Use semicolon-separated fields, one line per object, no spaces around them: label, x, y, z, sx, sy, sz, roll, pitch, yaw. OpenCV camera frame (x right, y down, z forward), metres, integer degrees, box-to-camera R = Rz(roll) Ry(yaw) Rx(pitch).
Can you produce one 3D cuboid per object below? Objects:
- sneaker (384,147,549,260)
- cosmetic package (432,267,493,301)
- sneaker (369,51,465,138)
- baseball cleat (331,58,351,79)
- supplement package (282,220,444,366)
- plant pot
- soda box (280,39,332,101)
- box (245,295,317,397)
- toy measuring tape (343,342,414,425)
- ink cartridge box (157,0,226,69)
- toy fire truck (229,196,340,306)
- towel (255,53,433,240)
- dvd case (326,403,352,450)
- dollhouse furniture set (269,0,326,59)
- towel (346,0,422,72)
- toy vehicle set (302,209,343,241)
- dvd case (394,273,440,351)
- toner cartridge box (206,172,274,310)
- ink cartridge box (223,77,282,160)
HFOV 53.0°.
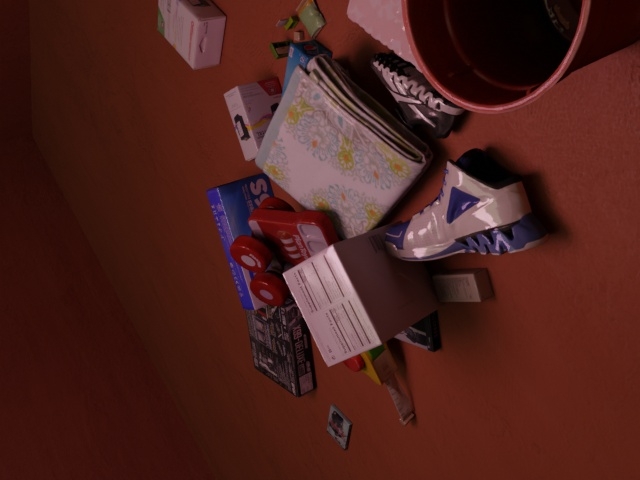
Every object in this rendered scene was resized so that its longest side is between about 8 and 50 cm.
sneaker;0.255;-0.068;1.172;0.315;0.127;0.182;-8;98;49
cosmetic package;0.282;0.089;1.278;0.115;0.041;0.060;-5;103;56
sneaker;0.169;-0.267;1.205;0.234;0.078;0.106;43;136;31
baseball cleat;0.035;-0.282;1.377;0.109;0.072;0.206;-158;52;-73
supplement package;0.092;0.098;1.284;0.145;0.261;0.204;-32;82;36
plant pot;0.294;-0.323;0.827;0.272;0.265;0.273;31;131;43
soda box;-0.039;-0.342;1.464;0.067;0.071;0.210;47;141;30
box;-0.128;0.289;1.940;0.242;0.076;0.308;19;123;49
toy measuring tape;0.126;0.304;1.545;0.121;0.121;0.330;9;132;53
ink cartridge box;-0.356;-0.594;1.755;0.212;0.093;0.154;50;144;28
toy fire truck;-0.048;0.041;1.526;0.253;0.169;0.302;8;140;32
towel;0.033;-0.169;1.354;0.320;0.090;0.374;43;146;5
dvd case;0.054;0.549;1.884;0.087;0.013;0.120;40;138;36
dollhouse furniture set;-0.057;-0.469;1.430;0.151;0.058;0.076;-35;79;56
towel;0.190;-0.456;1.093;0.332;0.053;0.317;47;142;29
toy vehicle set;0.000;0.000;1.633;0.267;0.035;0.166;-35;79;56
dvd case;0.170;0.142;1.477;0.238;0.029;0.179;14;119;52
toner cartridge box;-0.181;0.001;1.775;0.075;0.165;0.348;-4;105;56
ink cartridge box;-0.145;-0.299;1.588;0.072;0.127;0.175;-10;100;54
